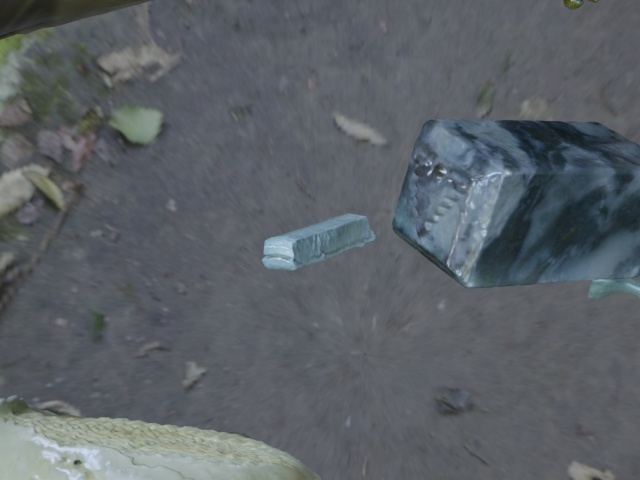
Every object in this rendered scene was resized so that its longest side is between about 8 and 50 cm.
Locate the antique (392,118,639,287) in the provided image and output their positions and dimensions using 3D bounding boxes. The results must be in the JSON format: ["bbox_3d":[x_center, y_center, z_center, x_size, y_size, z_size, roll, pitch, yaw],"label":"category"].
[{"bbox_3d":[0.141,-0.027,1.006,0.183,0.088,0.086,-2,118,-36],"label":"antique"}]

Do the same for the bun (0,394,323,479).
[{"bbox_3d":[-0.181,0.277,1.429,0.364,0.364,0.202,10,86,2],"label":"bun"}]

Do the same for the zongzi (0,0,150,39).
[{"bbox_3d":[0.031,-0.126,0.416,0.499,0.467,0.218,9,55,-14],"label":"zongzi"}]

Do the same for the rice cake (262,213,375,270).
[{"bbox_3d":[0.001,0.000,1.248,0.033,0.170,0.029,2,98,24],"label":"rice cake"}]

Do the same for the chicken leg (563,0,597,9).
[{"bbox_3d":[0.339,-0.364,1.350,0.152,0.429,0.201,14,69,-37],"label":"chicken leg"}]

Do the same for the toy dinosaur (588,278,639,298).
[{"bbox_3d":[0.308,0.038,1.210,0.205,0.393,0.092,15,118,8],"label":"toy dinosaur"}]
